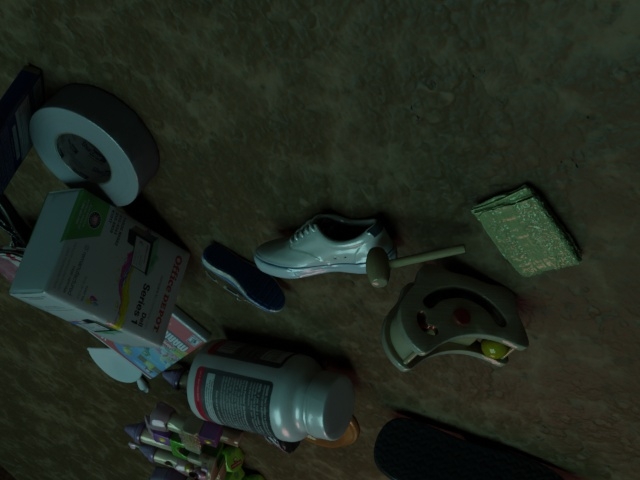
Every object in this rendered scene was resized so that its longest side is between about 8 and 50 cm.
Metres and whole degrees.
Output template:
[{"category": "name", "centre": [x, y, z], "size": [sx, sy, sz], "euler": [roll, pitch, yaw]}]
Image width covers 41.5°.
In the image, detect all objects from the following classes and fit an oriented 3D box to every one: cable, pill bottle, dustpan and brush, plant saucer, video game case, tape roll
[{"category": "cable", "centre": [-0.668, 0.011, 1.864], "size": [0.139, 0.072, 0.287], "euler": [9, 139, 22]}, {"category": "pill bottle", "centre": [-0.099, 0.309, 1.719], "size": [0.318, 0.176, 0.176], "euler": [7, 137, 31]}, {"category": "dustpan and brush", "centre": [-0.479, 0.326, 2.121], "size": [0.147, 0.060, 0.211], "euler": [-1, 127, 18]}, {"category": "plant saucer", "centre": [-0.011, 0.401, 1.882], "size": [0.200, 0.037, 0.200], "euler": [20, 142, 16]}, {"category": "video game case", "centre": [-0.397, 0.206, 1.915], "size": [0.204, 0.025, 0.285], "euler": [41, 137, -13]}, {"category": "tape roll", "centre": [-0.392, -0.163, 1.465], "size": [0.219, 0.072, 0.219], "euler": [19, 143, 15]}]

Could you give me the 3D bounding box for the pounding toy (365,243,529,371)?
[{"category": "pounding toy", "centre": [0.190, 0.108, 1.257], "size": [0.269, 0.154, 0.155], "euler": [17, 146, -11]}]

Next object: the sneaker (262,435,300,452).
[{"category": "sneaker", "centre": [-0.128, 0.431, 1.977], "size": [0.077, 0.072, 0.178], "euler": [0, 129, 50]}]

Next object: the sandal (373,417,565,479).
[{"category": "sandal", "centre": [0.321, 0.479, 1.667], "size": [0.445, 0.168, 0.107], "euler": [25, 169, 21]}]

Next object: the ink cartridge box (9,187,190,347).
[{"category": "ink cartridge box", "centre": [-0.393, 0.058, 1.545], "size": [0.117, 0.201, 0.278], "euler": [-4, 153, 38]}]

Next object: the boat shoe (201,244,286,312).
[{"category": "boat shoe", "centre": [-0.143, 0.078, 1.584], "size": [0.183, 0.066, 0.066], "euler": [38, 149, 8]}]

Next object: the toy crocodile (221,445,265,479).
[{"category": "toy crocodile", "centre": [-0.245, 0.639, 2.268], "size": [0.115, 0.105, 0.340], "euler": [-3, 133, 38]}]

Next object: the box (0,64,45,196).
[{"category": "box", "centre": [-0.527, -0.171, 1.420], "size": [0.036, 0.225, 0.136], "euler": [16, 143, -1]}]

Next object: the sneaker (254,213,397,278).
[{"category": "sneaker", "centre": [0.000, 0.000, 1.374], "size": [0.258, 0.094, 0.091], "euler": [-5, 122, 27]}]

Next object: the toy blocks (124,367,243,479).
[{"category": "toy blocks", "centre": [-0.358, 0.484, 1.995], "size": [0.260, 0.309, 0.289], "euler": [16, 141, 10]}]

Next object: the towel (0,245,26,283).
[{"category": "towel", "centre": [-0.533, 0.096, 1.792], "size": [0.329, 0.037, 0.237], "euler": [5, 149, 23]}]

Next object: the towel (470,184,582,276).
[{"category": "towel", "centre": [0.293, -0.011, 1.192], "size": [0.110, 0.027, 0.148], "euler": [-20, 119, 46]}]
